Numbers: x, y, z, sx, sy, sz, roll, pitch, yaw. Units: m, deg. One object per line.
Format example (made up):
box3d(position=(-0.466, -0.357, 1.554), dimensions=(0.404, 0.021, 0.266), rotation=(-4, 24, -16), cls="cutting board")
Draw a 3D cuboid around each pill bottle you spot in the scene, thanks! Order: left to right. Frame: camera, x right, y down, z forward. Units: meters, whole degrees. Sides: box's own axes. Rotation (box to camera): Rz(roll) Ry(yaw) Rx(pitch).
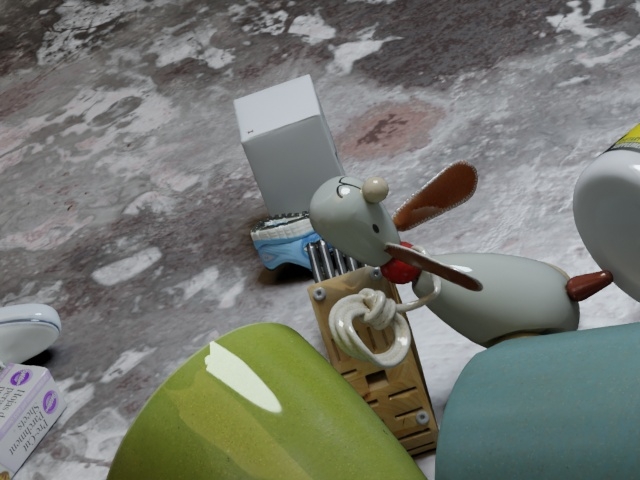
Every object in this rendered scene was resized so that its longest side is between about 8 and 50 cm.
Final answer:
box3d(position=(0.433, -0.086, 1.762), dimensions=(0.334, 0.188, 0.188), rotation=(-37, 38, -26), cls="pill bottle")

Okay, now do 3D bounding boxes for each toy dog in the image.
box3d(position=(0.163, 0.027, 1.744), dimensions=(0.161, 0.334, 0.220), rotation=(-42, 45, 36), cls="toy dog")

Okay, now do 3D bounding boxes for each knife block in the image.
box3d(position=(0.059, 0.112, 1.892), dimensions=(0.088, 0.242, 0.275), rotation=(-19, 79, 5), cls="knife block")

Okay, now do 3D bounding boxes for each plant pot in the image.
box3d(position=(-0.003, 0.266, 1.577), dimensions=(0.293, 0.275, 0.275), rotation=(34, 60, 31), cls="plant pot")
box3d(position=(0.298, 0.203, 1.435), dimensions=(0.334, 0.341, 0.341), rotation=(-4, 37, 35), cls="plant pot")

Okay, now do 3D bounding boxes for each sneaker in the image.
box3d(position=(-0.429, 0.163, 2.071), dimensions=(0.258, 0.094, 0.091), rotation=(-25, 53, 2), cls="sneaker")
box3d(position=(0.000, 0.000, 2.074), dimensions=(0.162, 0.073, 0.063), rotation=(-9, 19, 6), cls="sneaker")

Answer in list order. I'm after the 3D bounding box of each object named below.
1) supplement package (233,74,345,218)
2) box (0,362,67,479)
box3d(position=(-0.029, -0.094, 2.114), dimensions=(0.105, 0.179, 0.105), rotation=(-18, 35, 4), cls="supplement package")
box3d(position=(-0.403, 0.271, 1.914), dimensions=(0.063, 0.067, 0.324), rotation=(5, 41, 31), cls="box")
